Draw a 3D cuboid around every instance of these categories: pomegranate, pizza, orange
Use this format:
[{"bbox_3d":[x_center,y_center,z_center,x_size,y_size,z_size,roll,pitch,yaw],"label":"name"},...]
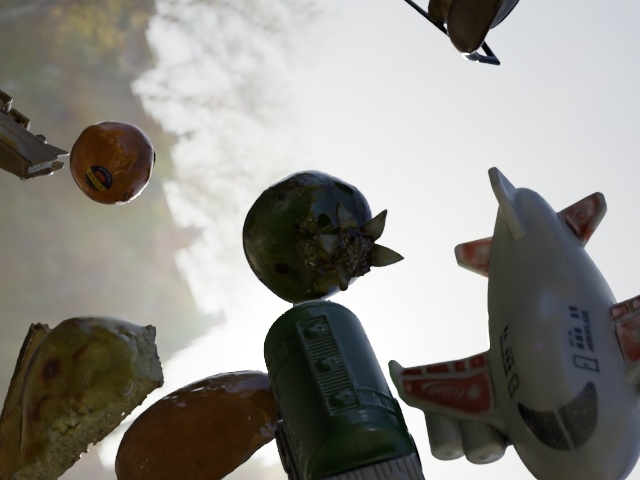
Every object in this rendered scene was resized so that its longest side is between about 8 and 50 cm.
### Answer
[{"bbox_3d":[-0.002,-0.007,1.960,0.169,0.148,0.148,-17,-88,55],"label":"pomegranate"},{"bbox_3d":[-0.244,0.117,1.784,0.080,0.188,0.204,41,22,-33],"label":"pizza"},{"bbox_3d":[-0.196,-0.074,1.784,0.083,0.083,0.083,52,-27,41],"label":"orange"}]

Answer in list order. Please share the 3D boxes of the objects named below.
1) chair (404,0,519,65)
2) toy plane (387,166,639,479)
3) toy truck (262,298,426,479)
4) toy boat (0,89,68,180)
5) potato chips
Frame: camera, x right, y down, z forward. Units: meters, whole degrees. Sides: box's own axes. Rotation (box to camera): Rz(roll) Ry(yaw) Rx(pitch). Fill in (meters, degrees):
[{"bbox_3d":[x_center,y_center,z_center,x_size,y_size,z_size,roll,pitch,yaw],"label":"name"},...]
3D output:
[{"bbox_3d":[0.180,-0.311,2.200,0.247,0.172,0.159,49,-55,35],"label":"chair"},{"bbox_3d":[0.170,0.069,1.384,0.252,0.252,0.118,56,8,35],"label":"toy plane"},{"bbox_3d":[0.023,0.151,1.348,0.242,0.101,0.125,-112,-170,-51],"label":"toy truck"},{"bbox_3d":[-0.374,-0.137,2.117,0.206,0.072,0.064,32,-40,3],"label":"toy boat"},{"bbox_3d":[-0.129,0.197,2.015,0.150,0.201,0.049,-108,177,-46],"label":"potato chips"}]
